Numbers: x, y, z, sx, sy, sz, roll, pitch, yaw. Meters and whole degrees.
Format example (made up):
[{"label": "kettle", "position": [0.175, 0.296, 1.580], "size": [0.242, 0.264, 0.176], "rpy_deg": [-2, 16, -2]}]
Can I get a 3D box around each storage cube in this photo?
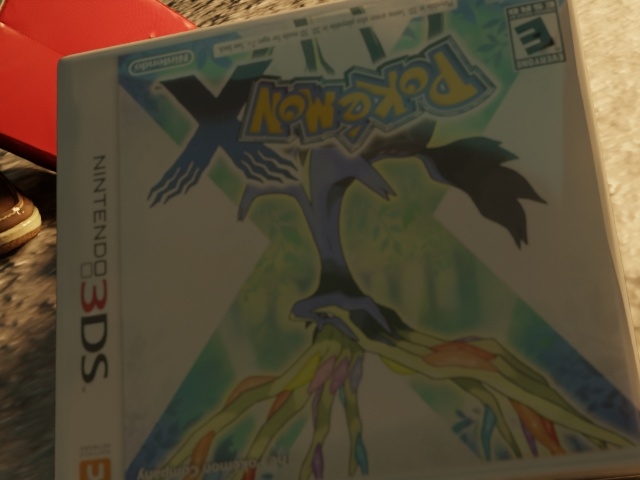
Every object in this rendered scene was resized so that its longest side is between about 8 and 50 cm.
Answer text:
[{"label": "storage cube", "position": [-0.274, -0.175, 1.005], "size": [0.215, 0.193, 0.183], "rpy_deg": [18, 84, 43]}]

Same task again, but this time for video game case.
[{"label": "video game case", "position": [0.000, 0.000, 0.608], "size": [0.329, 0.036, 0.300], "rpy_deg": [-9, 71, 12]}]

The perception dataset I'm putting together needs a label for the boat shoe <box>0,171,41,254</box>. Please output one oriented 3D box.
[{"label": "boat shoe", "position": [-0.361, -0.056, 1.010], "size": [0.095, 0.095, 0.257], "rpy_deg": [-35, 34, -31]}]
